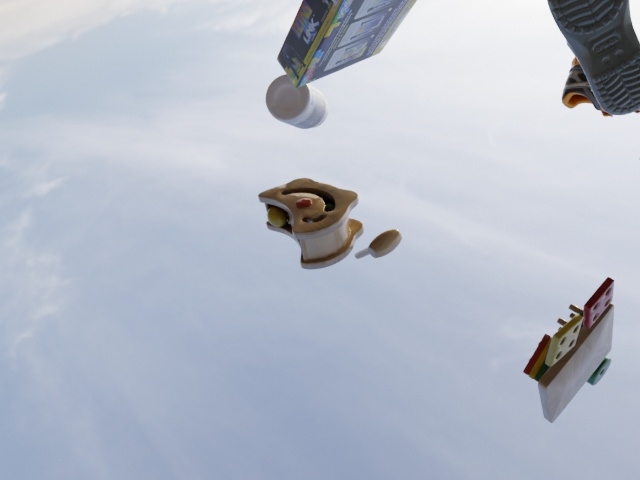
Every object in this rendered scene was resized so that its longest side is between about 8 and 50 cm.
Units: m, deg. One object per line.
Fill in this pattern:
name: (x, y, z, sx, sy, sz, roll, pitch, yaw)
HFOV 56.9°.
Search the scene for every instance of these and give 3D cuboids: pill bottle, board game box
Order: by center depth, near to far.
board game box: (0.040, -0.255, 0.652, 0.141, 0.048, 0.170, -31, 174, -28)
pill bottle: (-0.035, -0.231, 1.003, 0.078, 0.078, 0.137, -13, 180, 16)

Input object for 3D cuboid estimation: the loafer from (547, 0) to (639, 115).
loafer: (0.345, -0.281, 0.753, 0.094, 0.251, 0.087, -20, -159, 20)

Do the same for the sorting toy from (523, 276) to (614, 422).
sorting toy: (0.303, 0.141, 0.731, 0.132, 0.274, 0.046, -46, -128, -11)

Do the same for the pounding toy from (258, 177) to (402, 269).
pounding toy: (0.000, 0.000, 1.072, 0.154, 0.154, 0.270, -35, -142, -31)

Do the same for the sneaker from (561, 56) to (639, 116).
sneaker: (0.480, -0.233, 0.939, 0.215, 0.084, 0.083, 38, -75, 54)
